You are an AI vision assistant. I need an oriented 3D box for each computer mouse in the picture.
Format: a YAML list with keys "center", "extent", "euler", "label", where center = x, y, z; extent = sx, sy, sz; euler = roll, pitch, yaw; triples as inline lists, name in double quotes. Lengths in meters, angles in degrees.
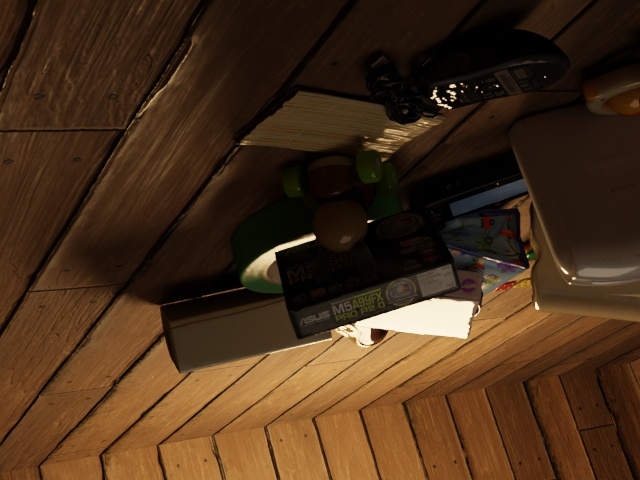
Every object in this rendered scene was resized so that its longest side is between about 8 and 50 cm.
- center: [0.205, -0.241, 1.507]
  extent: [0.272, 0.072, 0.188]
  euler: [-10, 163, 17]
  label: "computer mouse"

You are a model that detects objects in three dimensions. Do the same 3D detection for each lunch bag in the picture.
- center: [0.231, 0.027, 2.190]
  extent: [0.293, 0.138, 0.221]
  euler: [4, 156, -25]
  label: "lunch bag"

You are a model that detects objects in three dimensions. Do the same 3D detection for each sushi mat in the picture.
- center: [0.035, -0.168, 1.629]
  extent: [0.316, 0.019, 0.151]
  euler: [3, 152, -43]
  label: "sushi mat"

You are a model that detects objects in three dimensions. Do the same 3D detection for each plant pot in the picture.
- center: [0.559, 0.022, 2.093]
  extent: [0.305, 0.334, 0.334]
  euler: [-1, 162, 9]
  label: "plant pot"

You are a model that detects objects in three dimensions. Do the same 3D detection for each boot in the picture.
- center: [0.148, 0.172, 2.540]
  extent: [0.207, 0.090, 0.248]
  euler: [-25, 155, 29]
  label: "boot"

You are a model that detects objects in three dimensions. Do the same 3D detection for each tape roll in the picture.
- center: [0.000, 0.000, 1.974]
  extent: [0.321, 0.077, 0.321]
  euler: [-14, 161, -5]
  label: "tape roll"

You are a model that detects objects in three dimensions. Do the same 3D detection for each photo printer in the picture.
- center: [0.477, -0.079, 1.799]
  extent: [0.256, 0.307, 0.107]
  euler: [-12, 160, -9]
  label: "photo printer"

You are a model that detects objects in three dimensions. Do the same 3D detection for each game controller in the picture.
- center: [0.316, -0.095, 1.978]
  extent: [0.319, 0.067, 0.166]
  euler: [-18, 156, 7]
  label: "game controller"

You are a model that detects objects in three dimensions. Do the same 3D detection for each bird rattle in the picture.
- center: [0.520, -0.251, 1.714]
  extent: [0.207, 0.143, 0.253]
  euler: [-12, 177, 24]
  label: "bird rattle"

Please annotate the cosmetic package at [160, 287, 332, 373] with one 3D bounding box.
- center: [-0.150, 0.163, 2.156]
  extent: [0.309, 0.113, 0.160]
  euler: [-13, -169, -14]
  label: "cosmetic package"

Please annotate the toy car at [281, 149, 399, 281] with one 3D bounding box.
- center: [0.037, -0.030, 1.710]
  extent: [0.155, 0.188, 0.149]
  euler: [-10, 164, 21]
  label: "toy car"

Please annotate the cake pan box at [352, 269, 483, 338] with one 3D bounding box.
- center: [0.195, 0.123, 2.212]
  extent: [0.267, 0.070, 0.246]
  euler: [6, 159, 6]
  label: "cake pan box"

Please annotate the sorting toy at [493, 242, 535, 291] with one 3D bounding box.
- center: [0.494, 0.048, 2.549]
  extent: [0.132, 0.046, 0.274]
  euler: [-11, 159, -17]
  label: "sorting toy"

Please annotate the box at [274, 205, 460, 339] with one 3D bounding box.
- center: [0.070, 0.047, 1.758]
  extent: [0.270, 0.216, 0.060]
  euler: [-17, 116, 0]
  label: "box"
